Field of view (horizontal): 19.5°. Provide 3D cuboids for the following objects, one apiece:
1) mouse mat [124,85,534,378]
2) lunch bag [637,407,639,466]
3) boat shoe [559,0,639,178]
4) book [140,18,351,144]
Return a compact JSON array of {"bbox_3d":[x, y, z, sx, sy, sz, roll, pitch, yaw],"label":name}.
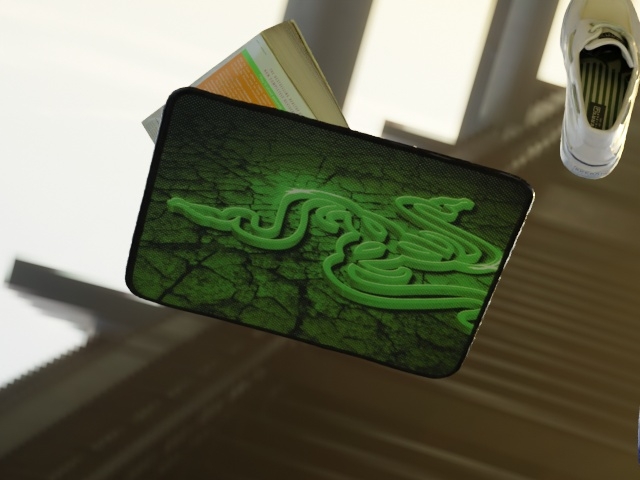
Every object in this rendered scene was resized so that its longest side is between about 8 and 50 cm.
[{"bbox_3d":[0.000,0.000,0.957,0.189,0.153,0.007,14,-138,-4],"label":"mouse mat"},{"bbox_3d":[0.365,0.030,0.691,0.385,0.239,0.328,-12,-150,-20],"label":"lunch bag"},{"bbox_3d":[0.270,-0.166,1.740,0.083,0.226,0.076,7,148,-4],"label":"boat shoe"},{"bbox_3d":[-0.049,-0.069,1.223,0.144,0.096,0.035,-30,180,44],"label":"book"}]
